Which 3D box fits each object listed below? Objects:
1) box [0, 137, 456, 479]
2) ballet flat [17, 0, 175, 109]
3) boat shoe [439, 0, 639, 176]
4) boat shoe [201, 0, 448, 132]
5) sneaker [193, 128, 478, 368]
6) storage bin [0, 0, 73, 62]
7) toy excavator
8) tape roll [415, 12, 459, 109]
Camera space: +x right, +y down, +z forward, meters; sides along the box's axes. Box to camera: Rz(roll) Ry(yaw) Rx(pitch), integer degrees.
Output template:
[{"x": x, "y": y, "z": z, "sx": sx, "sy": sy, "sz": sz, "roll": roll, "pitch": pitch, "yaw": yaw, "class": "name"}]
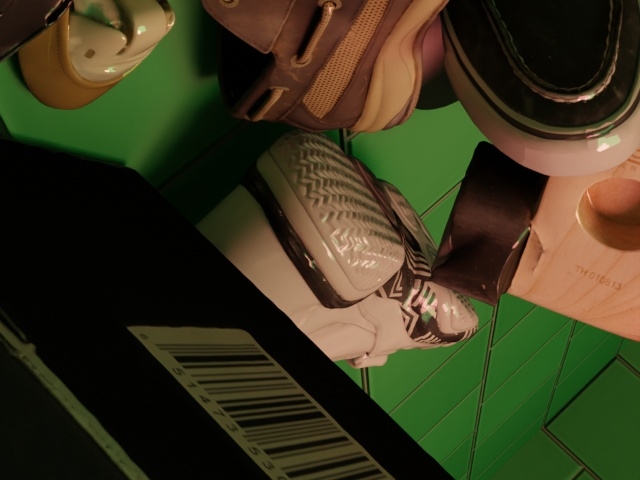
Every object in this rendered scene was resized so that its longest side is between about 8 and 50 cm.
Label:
[{"x": -0.157, "y": 0.267, "z": 0.619, "sx": 0.472, "sy": 0.480, "sz": 0.297, "roll": -52, "pitch": 158, "yaw": 12, "class": "box"}, {"x": -0.101, "y": -0.137, "z": 0.583, "sx": 0.080, "sy": 0.073, "sz": 0.232, "roll": -29, "pitch": 152, "yaw": -36, "class": "ballet flat"}, {"x": 0.114, "y": -0.182, "z": 0.647, "sx": 0.113, "sy": 0.306, "sz": 0.105, "roll": -5, "pitch": 150, "yaw": 8, "class": "boat shoe"}, {"x": -0.008, "y": -0.154, "z": 0.622, "sx": 0.130, "sy": 0.132, "sz": 0.355, "roll": -14, "pitch": 154, "yaw": -9, "class": "boat shoe"}, {"x": -0.017, "y": 0.047, "z": 0.919, "sx": 0.210, "sy": 0.137, "sz": 0.366, "roll": -33, "pitch": 157, "yaw": 11, "class": "sneaker"}, {"x": -0.190, "y": -0.103, "z": 0.449, "sx": 0.180, "sy": 0.084, "sz": 0.122, "roll": -42, "pitch": 159, "yaw": -21, "class": "storage bin"}, {"x": 0.267, "y": -0.193, "z": 0.842, "sx": 0.445, "sy": 0.222, "sz": 0.433, "roll": -62, "pitch": 167, "yaw": -47, "class": "toy excavator"}, {"x": 0.108, "y": -0.202, "z": 0.850, "sx": 0.219, "sy": 0.072, "sz": 0.219, "roll": -39, "pitch": 156, "yaw": -21, "class": "tape roll"}]
